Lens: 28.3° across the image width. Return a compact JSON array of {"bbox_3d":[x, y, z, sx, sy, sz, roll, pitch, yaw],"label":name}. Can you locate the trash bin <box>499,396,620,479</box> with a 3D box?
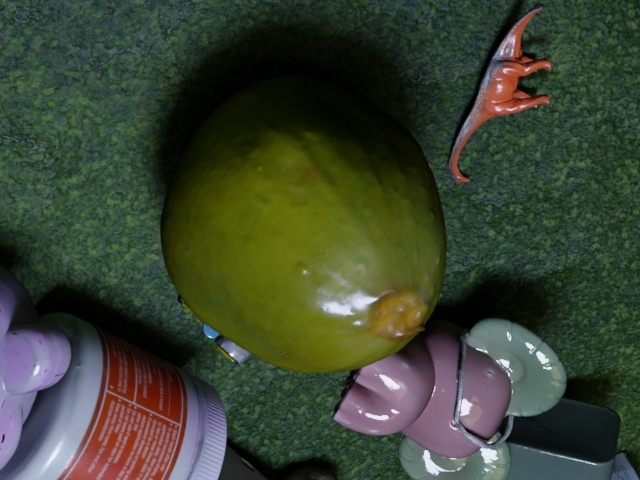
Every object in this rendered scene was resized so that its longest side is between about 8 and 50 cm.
[{"bbox_3d":[0.324,0.401,1.940,0.223,0.158,0.343,11,122,13],"label":"trash bin"}]

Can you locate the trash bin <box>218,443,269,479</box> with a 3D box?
[{"bbox_3d":[-0.192,0.415,1.802,0.243,0.121,0.247,43,110,-10],"label":"trash bin"}]

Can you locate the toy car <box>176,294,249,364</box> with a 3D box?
[{"bbox_3d":[-0.118,0.072,1.630,0.161,0.098,0.126,41,79,-9],"label":"toy car"}]

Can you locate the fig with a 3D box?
[{"bbox_3d":[-0.009,-0.006,1.427,0.343,0.343,0.343,-9,128,-12],"label":"fig"}]

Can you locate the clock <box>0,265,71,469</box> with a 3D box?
[{"bbox_3d":[-0.463,0.154,1.460,0.322,0.295,0.113,-45,167,13],"label":"clock"}]

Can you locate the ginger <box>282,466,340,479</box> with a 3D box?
[{"bbox_3d":[0.005,0.482,1.924,0.244,0.155,0.304,-45,124,-5],"label":"ginger"}]

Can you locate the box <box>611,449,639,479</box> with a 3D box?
[{"bbox_3d":[0.485,0.478,2.133,0.135,0.079,0.269,-23,130,0],"label":"box"}]

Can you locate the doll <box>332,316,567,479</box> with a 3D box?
[{"bbox_3d":[0.170,0.218,1.723,0.268,0.216,0.284,27,113,2],"label":"doll"}]

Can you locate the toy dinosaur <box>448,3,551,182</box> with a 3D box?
[{"bbox_3d":[0.227,-0.177,1.565,0.101,0.055,0.280,2,127,-8],"label":"toy dinosaur"}]

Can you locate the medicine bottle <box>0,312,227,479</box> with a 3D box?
[{"bbox_3d":[-0.284,0.246,1.586,0.241,0.252,0.252,32,112,-34],"label":"medicine bottle"}]
